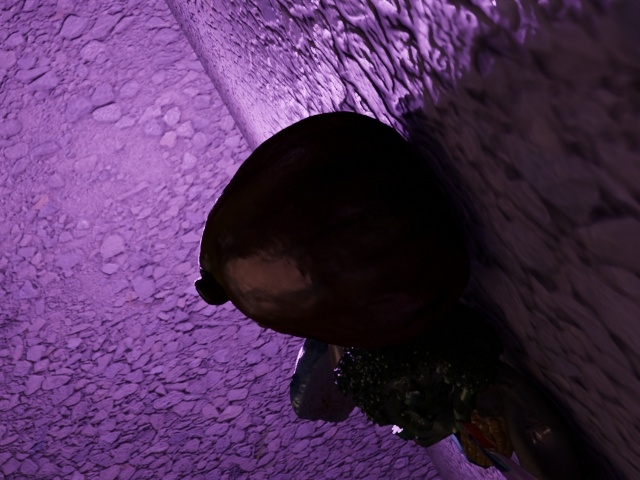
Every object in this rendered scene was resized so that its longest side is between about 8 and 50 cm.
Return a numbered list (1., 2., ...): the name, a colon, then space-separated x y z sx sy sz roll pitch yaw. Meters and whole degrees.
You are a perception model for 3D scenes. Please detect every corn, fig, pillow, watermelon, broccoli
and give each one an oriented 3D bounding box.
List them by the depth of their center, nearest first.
1. fig: 0.011 -0.006 0.713 0.263 0.224 0.224 8 148 24
2. pillow: 0.241 0.233 0.789 0.208 0.053 0.119 63 175 -29
3. broccoli: 0.109 0.132 0.810 0.156 0.195 0.195 54 176 2
4. corn: 0.216 0.235 0.950 0.080 0.080 0.238 56 173 28
5. watermelon: 0.017 0.169 1.072 0.081 0.094 0.180 -33 47 49

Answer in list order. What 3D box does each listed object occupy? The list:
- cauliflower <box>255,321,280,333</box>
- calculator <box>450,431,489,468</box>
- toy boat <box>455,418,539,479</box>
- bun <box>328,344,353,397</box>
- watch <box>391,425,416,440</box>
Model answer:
1. cauliflower: -0.018 0.029 1.214 0.260 0.327 0.281 41 124 24
2. calculator: 0.210 0.266 1.383 0.274 0.058 0.248 63 173 -33
3. toy boat: 0.261 0.287 0.680 0.318 0.072 0.219 54 166 -6
4. bun: 0.111 0.141 0.990 0.193 0.178 0.128 44 -167 7
5. watch: 0.123 0.186 1.094 0.152 0.165 0.131 43 173 -2
